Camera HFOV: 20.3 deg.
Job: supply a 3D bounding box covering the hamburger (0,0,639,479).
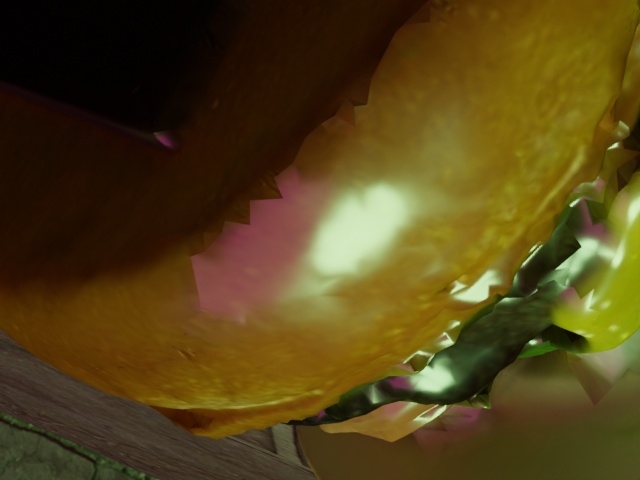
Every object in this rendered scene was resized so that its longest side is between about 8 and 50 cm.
[{"bbox_3d":[0.051,-0.054,0.460,0.225,0.291,0.291,28,164,-28],"label":"hamburger"}]
